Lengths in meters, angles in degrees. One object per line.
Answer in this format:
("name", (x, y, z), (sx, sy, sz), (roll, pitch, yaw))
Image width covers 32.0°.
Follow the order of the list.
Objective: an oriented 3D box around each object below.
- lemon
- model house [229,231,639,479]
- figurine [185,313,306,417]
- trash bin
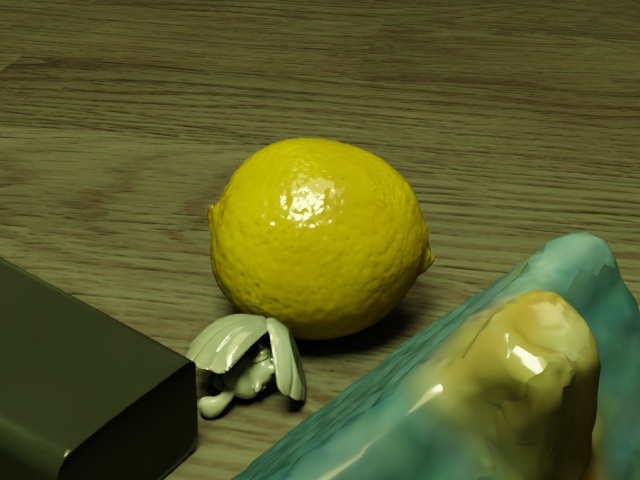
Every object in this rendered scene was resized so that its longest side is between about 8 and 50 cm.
("lemon", (0.000, 0.000, 0.973), (0.203, 0.178, 0.178), (12, 29, -3))
("model house", (0.060, 0.226, 0.339), (0.382, 0.342, 0.334), (30, 48, 33))
("figurine", (-0.062, 0.099, 0.910), (0.086, 0.082, 0.094), (-17, 18, 5))
("trash bin", (-0.225, 0.118, 0.834), (0.225, 0.115, 0.165), (21, 34, 26))
